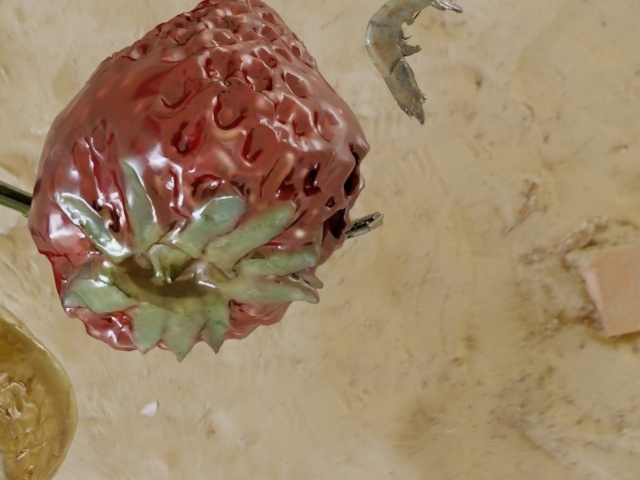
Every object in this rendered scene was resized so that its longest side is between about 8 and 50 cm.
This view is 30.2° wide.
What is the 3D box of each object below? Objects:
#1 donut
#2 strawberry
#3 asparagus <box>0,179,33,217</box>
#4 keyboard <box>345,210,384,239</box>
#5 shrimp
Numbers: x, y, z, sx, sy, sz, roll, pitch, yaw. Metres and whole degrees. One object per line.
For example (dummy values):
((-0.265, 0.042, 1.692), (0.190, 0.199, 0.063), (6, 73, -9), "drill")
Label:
((-0.429, 0.184, 1.300), (0.330, 0.330, 0.160), (36, 47, 3), "donut")
((-0.115, -0.090, 1.094), (0.295, 0.317, 0.345), (2, 50, -11), "strawberry")
((-0.273, -0.021, 1.184), (0.027, 0.236, 0.034), (19, 79, 41), "asparagus")
((0.000, 0.000, 1.181), (0.129, 0.049, 0.015), (-19, 93, 25), "keyboard")
((0.144, -0.260, 1.630), (0.148, 0.035, 0.195), (-41, 129, -11), "shrimp")
